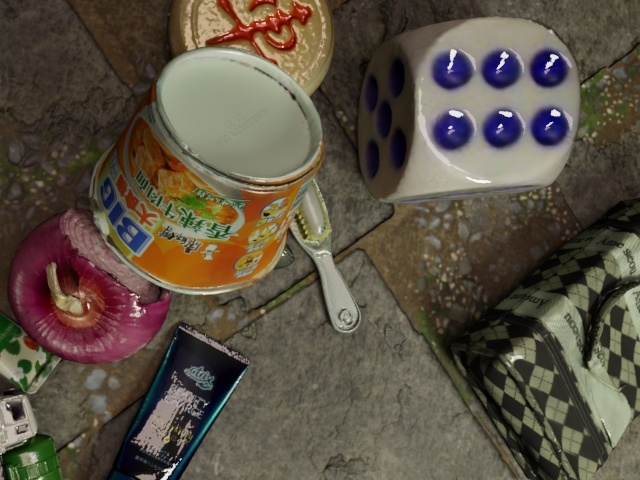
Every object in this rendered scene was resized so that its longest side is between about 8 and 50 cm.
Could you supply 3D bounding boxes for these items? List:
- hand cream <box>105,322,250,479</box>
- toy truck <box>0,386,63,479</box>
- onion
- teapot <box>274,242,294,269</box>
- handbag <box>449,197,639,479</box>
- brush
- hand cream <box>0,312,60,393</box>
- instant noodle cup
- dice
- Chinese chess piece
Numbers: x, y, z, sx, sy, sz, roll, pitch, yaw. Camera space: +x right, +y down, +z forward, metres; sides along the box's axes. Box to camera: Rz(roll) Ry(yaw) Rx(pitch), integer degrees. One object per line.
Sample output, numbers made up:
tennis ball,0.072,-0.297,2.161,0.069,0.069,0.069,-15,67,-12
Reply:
hand cream,-0.213,0.262,1.280,0.120,0.061,0.270,30,72,-7
toy truck,-0.409,0.319,1.196,0.125,0.101,0.242,-15,93,-20
onion,-0.317,0.074,1.201,0.207,0.201,0.200,23,80,-33
teapot,-0.083,0.010,1.327,0.057,0.066,0.088,-37,74,3
handbag,0.449,0.169,1.410,0.416,0.180,0.316,-38,105,-19
brush,0.000,0.000,1.345,0.068,0.060,0.296,-23,92,-18
hand cream,-0.481,0.103,1.205,0.276,0.095,0.059,36,122,-9
instant noodle cup,-0.135,-0.102,1.176,0.296,0.214,0.296,16,50,-20
dice,0.208,-0.183,1.314,0.259,0.251,0.243,-2,88,-16
Chinese chess piece,-0.100,-0.305,1.318,0.251,0.097,0.250,1,86,-14
